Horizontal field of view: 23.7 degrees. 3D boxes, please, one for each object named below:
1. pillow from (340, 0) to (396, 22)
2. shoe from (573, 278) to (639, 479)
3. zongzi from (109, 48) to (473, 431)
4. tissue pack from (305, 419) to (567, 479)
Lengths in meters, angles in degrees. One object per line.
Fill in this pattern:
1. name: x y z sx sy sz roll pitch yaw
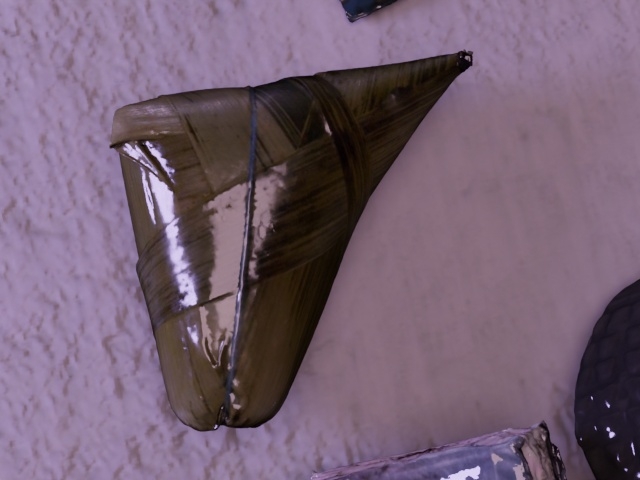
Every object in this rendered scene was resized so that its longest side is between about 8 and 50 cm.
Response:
1. pillow: 0.036 -0.302 1.054 0.189 0.034 0.256 -31 88 -2
2. shoe: 0.263 0.185 0.972 0.132 0.171 0.337 -21 54 37
3. zongzi: 0.000 0.000 0.986 0.242 0.112 0.221 -10 84 -3
4. tissue pack: 0.087 0.247 0.963 0.173 0.073 0.236 -15 87 22
